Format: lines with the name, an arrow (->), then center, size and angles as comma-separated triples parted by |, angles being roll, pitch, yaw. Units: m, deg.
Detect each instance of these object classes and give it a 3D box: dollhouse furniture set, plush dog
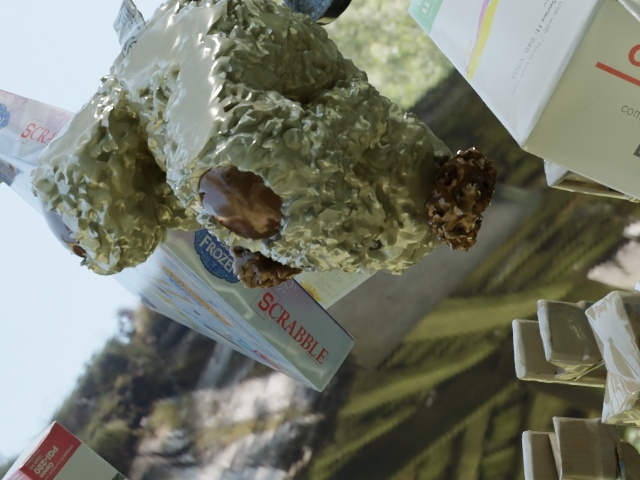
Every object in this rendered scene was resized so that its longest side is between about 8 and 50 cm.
dollhouse furniture set -> 0.392, 0.046, 1.384 | 0.362, 0.256, 0.394 | 131, 141, -58
plush dog -> -0.016, -0.055, 0.846 | 0.225, 0.262, 0.210 | 35, -116, -33

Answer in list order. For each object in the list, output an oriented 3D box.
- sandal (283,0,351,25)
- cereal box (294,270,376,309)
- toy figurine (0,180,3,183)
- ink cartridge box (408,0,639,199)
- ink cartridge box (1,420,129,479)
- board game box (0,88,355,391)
sandal -> -0.081, -0.510, 1.999 | 0.107, 0.445, 0.167 | 2, -41, -42
cereal box -> 0.000, 0.000, 1.997 | 0.240, 0.173, 0.047 | -37, 8, 22
toy figurine -> -0.465, -0.107, 1.533 | 0.148, 0.213, 0.209 | -58, -13, -14
ink cartridge box -> 0.214, -0.120, 0.957 | 0.119, 0.207, 0.353 | -62, 23, 20
ink cartridge box -> -0.331, 0.369, 1.895 | 0.092, 0.218, 0.158 | -56, 8, -32
board game box -> -0.164, -0.005, 1.293 | 0.066, 0.318, 0.318 | -54, -49, -14
